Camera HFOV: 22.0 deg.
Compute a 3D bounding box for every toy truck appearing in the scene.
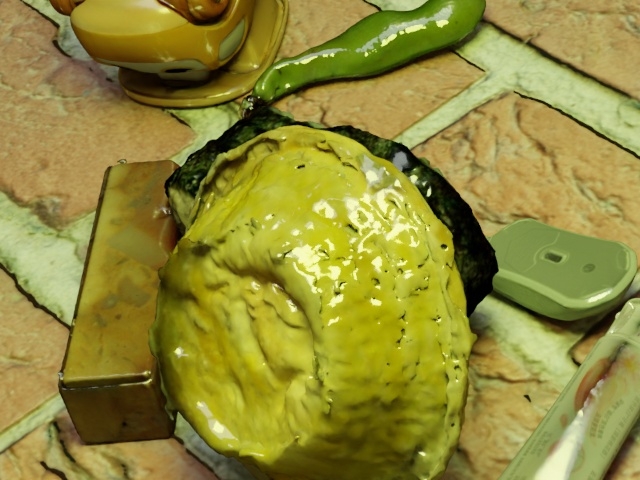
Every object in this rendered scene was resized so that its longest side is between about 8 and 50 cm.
[{"bbox_3d":[-0.162,-0.285,1.869,0.204,0.212,0.288,4,43,21],"label":"toy truck"}]

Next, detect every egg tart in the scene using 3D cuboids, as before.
[{"bbox_3d":[-0.025,0.080,1.361,0.345,0.345,0.132,24,26,35],"label":"egg tart"}]

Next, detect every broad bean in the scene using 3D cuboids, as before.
[{"bbox_3d":[0.047,-0.202,1.835,0.318,0.056,0.098,-30,51,-6],"label":"broad bean"}]

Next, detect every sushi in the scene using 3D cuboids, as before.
[{"bbox_3d":[0.000,0.000,1.537,0.171,0.211,0.350,-45,44,-20],"label":"sushi"}]

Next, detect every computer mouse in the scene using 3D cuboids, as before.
[{"bbox_3d":[0.218,0.031,1.539,0.181,0.056,0.089,20,53,43],"label":"computer mouse"}]

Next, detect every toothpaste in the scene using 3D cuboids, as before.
[{"bbox_3d":[0.206,0.185,1.385,0.100,0.066,0.323,24,61,29],"label":"toothpaste"}]

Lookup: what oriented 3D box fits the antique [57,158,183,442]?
[{"bbox_3d":[-0.181,0.051,1.621,0.093,0.087,0.310,-5,44,9],"label":"antique"}]
